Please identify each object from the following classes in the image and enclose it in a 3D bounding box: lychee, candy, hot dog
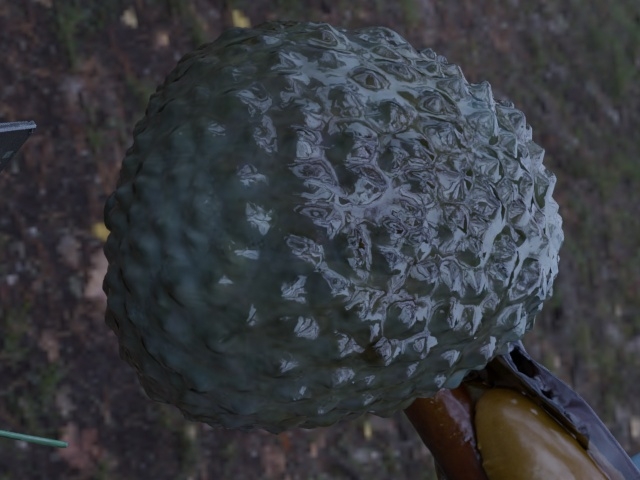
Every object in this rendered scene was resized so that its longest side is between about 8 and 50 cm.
[{"bbox_3d":[0.000,0.000,0.868,0.255,0.274,0.255,15,90,-77],"label":"lychee"},{"bbox_3d":[-0.416,0.238,1.871,0.060,0.201,0.060,12,90,-87],"label":"candy"},{"bbox_3d":[0.151,0.198,1.189,0.326,0.194,0.107,47,63,3],"label":"hot dog"}]

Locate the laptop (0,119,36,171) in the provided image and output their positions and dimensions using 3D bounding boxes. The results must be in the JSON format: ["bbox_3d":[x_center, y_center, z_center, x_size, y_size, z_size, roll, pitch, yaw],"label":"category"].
[{"bbox_3d":[-0.461,-0.097,1.960,0.026,0.154,0.207,41,12,5],"label":"laptop"}]

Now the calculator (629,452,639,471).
[{"bbox_3d":[0.347,0.345,1.544,0.303,0.188,0.042,-62,147,-31],"label":"calculator"}]
